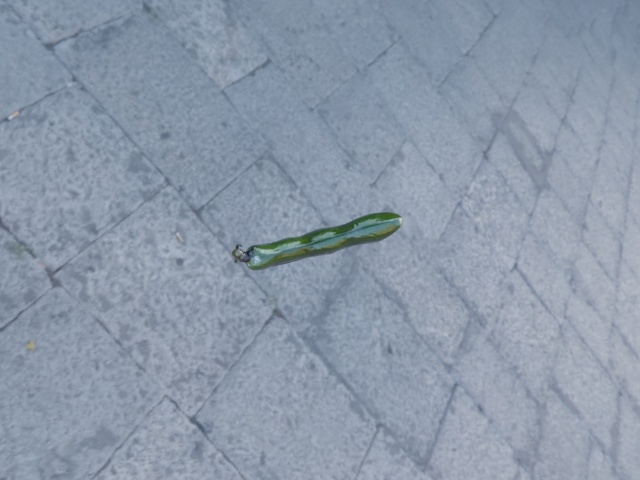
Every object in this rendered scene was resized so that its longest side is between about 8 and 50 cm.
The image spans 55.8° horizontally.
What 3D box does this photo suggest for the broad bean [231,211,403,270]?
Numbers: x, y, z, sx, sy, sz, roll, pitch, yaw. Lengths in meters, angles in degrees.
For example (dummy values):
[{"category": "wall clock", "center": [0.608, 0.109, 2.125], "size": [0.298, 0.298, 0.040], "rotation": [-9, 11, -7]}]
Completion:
[{"category": "broad bean", "center": [-0.002, 0.002, 0.757], "size": [0.227, 0.069, 0.039], "rotation": [-14, 78, -22]}]
